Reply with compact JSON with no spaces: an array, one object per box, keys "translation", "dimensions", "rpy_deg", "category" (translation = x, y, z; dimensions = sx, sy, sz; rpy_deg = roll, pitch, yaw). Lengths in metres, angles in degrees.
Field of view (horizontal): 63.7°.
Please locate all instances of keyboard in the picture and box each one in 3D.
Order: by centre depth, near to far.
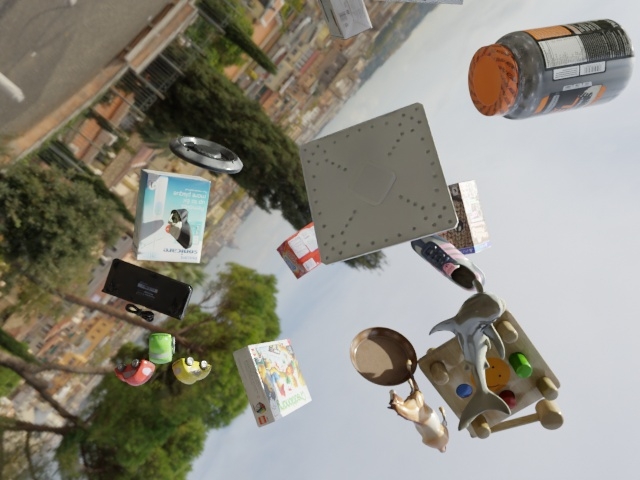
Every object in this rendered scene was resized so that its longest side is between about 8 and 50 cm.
[{"translation":[-0.371,0.116,1.098],"dimensions":[0.023,0.180,0.108],"rpy_deg":[-91,-158,-86],"category":"keyboard"}]

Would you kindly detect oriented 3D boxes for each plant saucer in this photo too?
[{"translation":[0.153,0.288,1.266],"dimensions":[0.029,0.168,0.168],"rpy_deg":[99,17,-44],"category":"plant saucer"}]

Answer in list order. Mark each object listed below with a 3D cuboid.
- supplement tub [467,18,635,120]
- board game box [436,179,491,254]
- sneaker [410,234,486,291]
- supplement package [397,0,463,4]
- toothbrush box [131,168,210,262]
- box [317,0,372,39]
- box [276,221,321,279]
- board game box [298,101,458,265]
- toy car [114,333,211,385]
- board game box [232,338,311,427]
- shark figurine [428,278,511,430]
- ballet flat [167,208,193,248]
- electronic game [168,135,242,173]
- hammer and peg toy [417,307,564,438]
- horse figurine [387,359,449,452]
[{"translation":[0.510,-0.380,1.158],"dimensions":[0.316,0.193,0.193],"rpy_deg":[-12,-179,-12],"category":"supplement tub"},{"translation":[0.545,-0.082,2.150],"dimensions":[0.141,0.291,0.232],"rpy_deg":[-14,179,-45],"category":"board game box"},{"translation":[0.462,0.073,1.890],"dimensions":[0.112,0.319,0.131],"rpy_deg":[-61,163,18],"category":"sneaker"},{"translation":[0.193,-0.531,0.982],"dimensions":[0.105,0.179,0.105],"rpy_deg":[85,11,-65],"category":"supplement package"},{"translation":[-0.518,-0.081,1.777],"dimensions":[0.126,0.216,0.295],"rpy_deg":[29,-70,59],"category":"toothbrush box"},{"translation":[0.061,-0.710,1.563],"dimensions":[0.087,0.169,0.290],"rpy_deg":[-24,-157,3],"category":"box"},{"translation":[0.000,0.000,1.691],"dimensions":[0.257,0.128,0.122],"rpy_deg":[-35,179,-24],"category":"box"},{"translation":[0.154,-0.157,1.472],"dimensions":[0.390,0.389,0.050],"rpy_deg":[-17,160,17],"category":"board game box"},{"translation":[-0.387,0.297,1.252],"dimensions":[0.225,0.239,0.053],"rpy_deg":[106,-19,-51],"category":"toy car"},{"translation":[-0.122,0.372,1.389],"dimensions":[0.053,0.193,0.305],"rpy_deg":[-25,167,12],"category":"board game box"},{"translation":[0.253,0.185,0.913],"dimensions":[0.116,0.278,0.166],"rpy_deg":[-9,-151,-2],"category":"shark figurine"},{"translation":[-0.446,-0.041,1.624],"dimensions":[0.074,0.074,0.203],"rpy_deg":[-47,-145,15],"category":"ballet flat"},{"translation":[-0.350,-0.262,1.578],"dimensions":[0.229,0.229,0.048],"rpy_deg":[-70,-177,-69],"category":"electronic game"},{"translation":[0.432,0.366,1.249],"dimensions":[0.266,0.361,0.127],"rpy_deg":[-34,-168,11],"category":"hammer and peg toy"},{"translation":[0.244,0.411,1.212],"dimensions":[0.066,0.263,0.174],"rpy_deg":[-27,-161,17],"category":"horse figurine"}]
